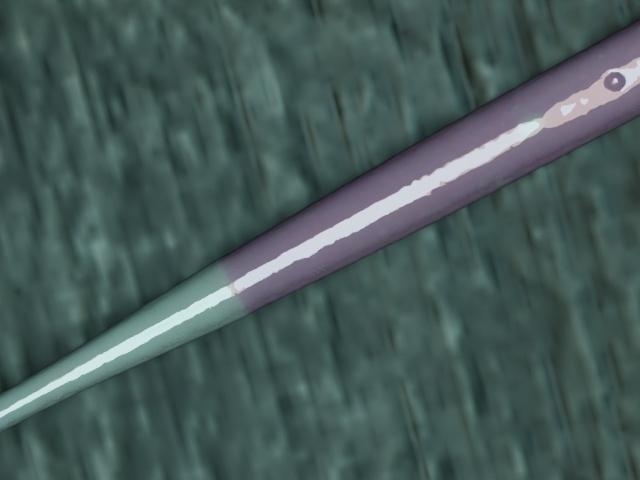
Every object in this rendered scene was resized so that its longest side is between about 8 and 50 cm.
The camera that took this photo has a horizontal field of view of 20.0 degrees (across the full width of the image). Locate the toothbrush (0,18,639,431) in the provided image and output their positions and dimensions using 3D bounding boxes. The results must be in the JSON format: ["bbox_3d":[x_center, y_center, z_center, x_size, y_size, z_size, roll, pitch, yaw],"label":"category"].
[{"bbox_3d":[0.000,0.000,0.416,0.286,0.025,0.020,-28,89,7],"label":"toothbrush"}]
